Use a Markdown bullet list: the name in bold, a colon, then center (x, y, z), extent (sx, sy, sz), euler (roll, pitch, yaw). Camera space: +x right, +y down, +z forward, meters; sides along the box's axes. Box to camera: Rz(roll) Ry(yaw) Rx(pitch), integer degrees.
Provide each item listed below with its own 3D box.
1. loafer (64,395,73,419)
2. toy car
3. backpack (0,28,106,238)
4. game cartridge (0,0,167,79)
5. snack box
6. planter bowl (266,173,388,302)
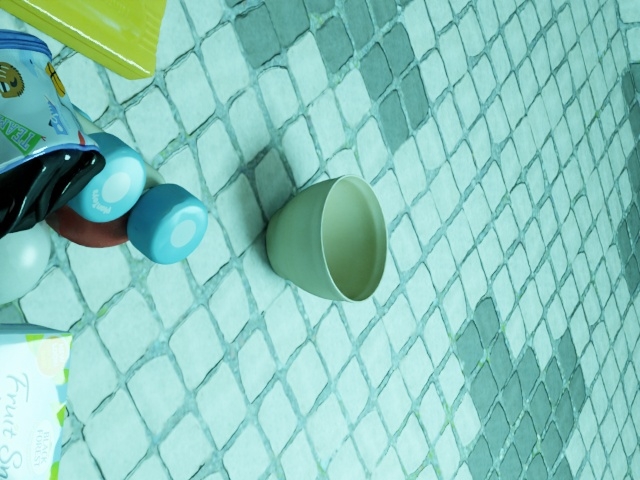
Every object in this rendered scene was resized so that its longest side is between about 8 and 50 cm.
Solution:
- **loafer**: center (-0.281, 0.137, 1.222), extent (0.039, 0.045, 0.125), euler (-56, 135, -35)
- **toy car**: center (-0.273, -0.012, 1.161), extent (0.238, 0.219, 0.210), euler (-52, 147, -2)
- **backpack**: center (-0.308, -0.062, 0.948), extent (0.276, 0.263, 0.213), euler (-66, 136, -82)
- **game cartridge**: center (-0.251, -0.367, 1.317), extent (0.285, 0.053, 0.323), euler (26, 64, -53)
- **snack box**: center (-0.311, 0.178, 1.109), extent (0.174, 0.070, 0.207), euler (5, 93, -53)
- **planter bowl**: center (0.000, 0.000, 1.611), extent (0.162, 0.109, 0.162), euler (8, 80, -57)
